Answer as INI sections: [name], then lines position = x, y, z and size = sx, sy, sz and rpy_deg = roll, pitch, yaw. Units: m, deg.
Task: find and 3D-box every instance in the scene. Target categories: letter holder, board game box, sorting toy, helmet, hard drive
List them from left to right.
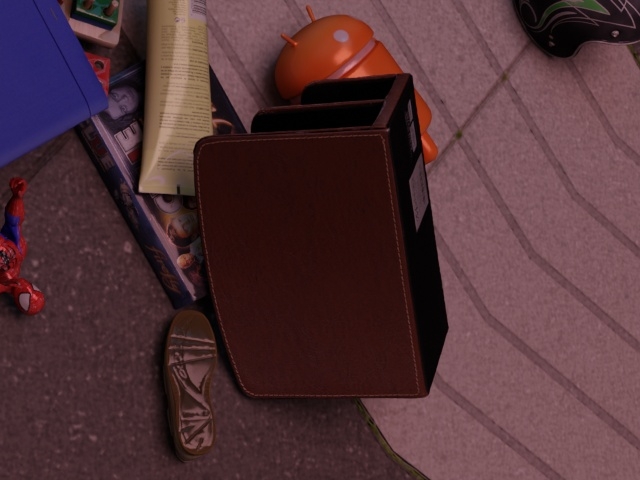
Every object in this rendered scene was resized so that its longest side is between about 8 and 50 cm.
[hard drive]
position = -0.346, -0.156, 1.684
size = 0.319, 0.040, 0.210
rpy_deg = -37, 103, -49
[sorting toy]
position = -0.256, -0.270, 1.883
size = 0.132, 0.046, 0.274
rpy_deg = 17, 59, -23
[board game box]
position = -0.142, -0.073, 1.936
size = 0.165, 0.042, 0.243
rpy_deg = -34, 98, -36
[letter holder]
position = 0.000, 0.000, 1.913
size = 0.152, 0.214, 0.302
rpy_deg = -65, 149, -61
[helmet]
position = 0.332, -0.310, 2.253
size = 0.169, 0.161, 0.169
rpy_deg = 9, 73, -33

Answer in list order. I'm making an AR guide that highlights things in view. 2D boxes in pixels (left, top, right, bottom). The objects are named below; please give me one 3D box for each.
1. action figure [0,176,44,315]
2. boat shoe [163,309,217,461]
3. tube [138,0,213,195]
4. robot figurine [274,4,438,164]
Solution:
[action figure]
position = -0.338, -0.044, 1.740
size = 0.091, 0.139, 0.280
rpy_deg = -47, 108, -32
[boat shoe]
position = -0.135, 0.148, 1.890
size = 0.056, 0.048, 0.153
rpy_deg = 0, 71, -22
[tube]
position = -0.148, -0.164, 1.899
size = 0.070, 0.062, 0.240
rpy_deg = -4, 82, 9
[robot figurine]
position = 0.035, -0.154, 2.027
size = 0.158, 0.128, 0.219
rpy_deg = -40, 102, -13
